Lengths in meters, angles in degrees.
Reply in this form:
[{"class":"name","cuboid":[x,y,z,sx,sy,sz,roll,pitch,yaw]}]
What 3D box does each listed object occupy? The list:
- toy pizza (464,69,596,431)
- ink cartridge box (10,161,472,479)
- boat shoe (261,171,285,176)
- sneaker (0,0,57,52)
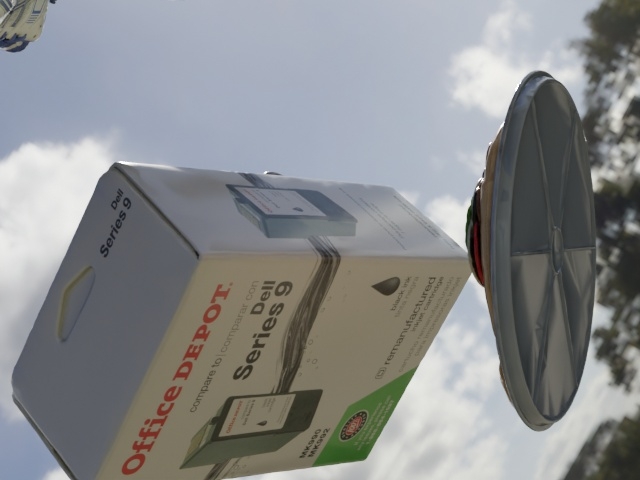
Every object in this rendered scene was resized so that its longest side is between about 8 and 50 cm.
[{"class":"toy pizza","cuboid":[0.118,0.006,0.739,0.201,0.032,0.201,0,-90,-66]},{"class":"ink cartridge box","cuboid":[-0.054,0.066,0.981,0.289,0.121,0.211,1,-57,-46]},{"class":"boat shoe","cuboid":[0.000,0.000,1.361,0.060,0.178,0.064,-53,7,24]},{"class":"sneaker","cuboid":[-0.339,-0.243,1.380,0.296,0.112,0.131,-70,-27,-51]}]
